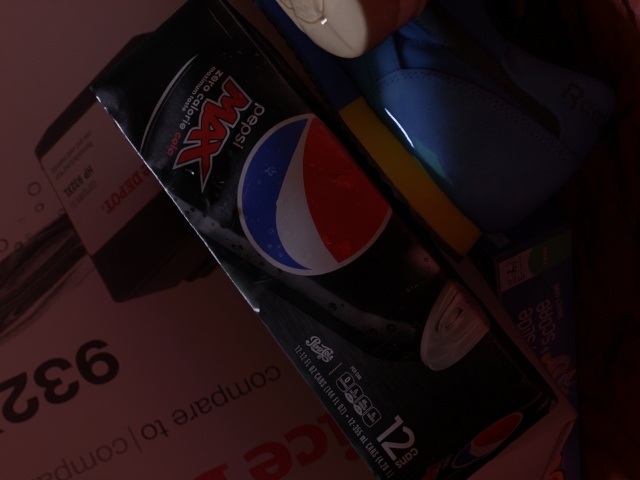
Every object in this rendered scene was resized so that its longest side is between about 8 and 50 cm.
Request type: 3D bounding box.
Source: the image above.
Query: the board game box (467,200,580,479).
[{"bbox_3d":[0.058,0.037,0.630,0.136,0.035,0.201,49,158,45],"label":"board game box"}]

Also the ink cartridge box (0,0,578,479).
[{"bbox_3d":[-0.083,0.017,0.575,0.307,0.223,0.129,58,161,25],"label":"ink cartridge box"}]

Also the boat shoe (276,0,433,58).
[{"bbox_3d":[-0.028,-0.193,0.444,0.285,0.092,0.103,60,164,6],"label":"boat shoe"}]

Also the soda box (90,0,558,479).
[{"bbox_3d":[0.000,0.000,0.472,0.169,0.053,0.060,52,-173,22],"label":"soda box"}]

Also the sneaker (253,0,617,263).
[{"bbox_3d":[0.022,-0.087,0.505,0.069,0.082,0.209,35,-164,-53],"label":"sneaker"}]
